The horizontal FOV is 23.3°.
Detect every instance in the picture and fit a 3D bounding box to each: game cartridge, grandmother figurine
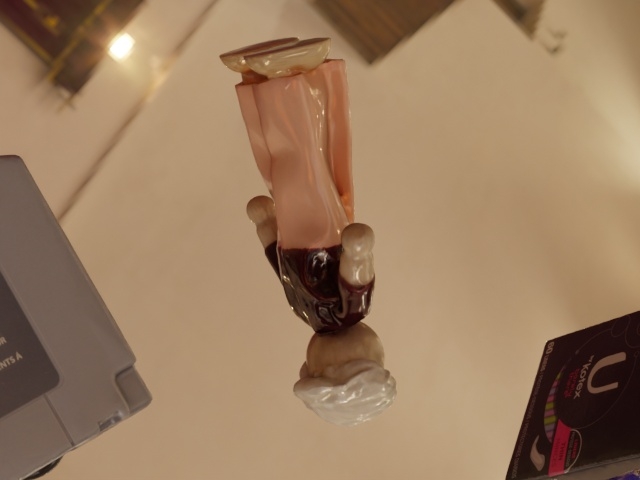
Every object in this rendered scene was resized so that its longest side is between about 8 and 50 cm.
[{"bbox_3d":[-0.262,0.077,0.857,0.297,0.198,0.062,-29,175,-29],"label":"game cartridge"},{"bbox_3d":[0.000,0.000,1.338,0.104,0.342,0.208,-15,-167,-13],"label":"grandmother figurine"}]

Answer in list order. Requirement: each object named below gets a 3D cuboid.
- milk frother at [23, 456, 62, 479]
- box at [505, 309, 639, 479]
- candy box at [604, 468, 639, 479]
[{"bbox_3d":[-0.249,0.101,1.219,0.129,0.134,0.143,-59,-147,24],"label":"milk frother"},{"bbox_3d":[0.320,0.163,1.416,0.270,0.143,0.165,-27,-143,54],"label":"box"},{"bbox_3d":[0.146,0.327,0.921,0.268,0.317,0.122,-28,159,31],"label":"candy box"}]
